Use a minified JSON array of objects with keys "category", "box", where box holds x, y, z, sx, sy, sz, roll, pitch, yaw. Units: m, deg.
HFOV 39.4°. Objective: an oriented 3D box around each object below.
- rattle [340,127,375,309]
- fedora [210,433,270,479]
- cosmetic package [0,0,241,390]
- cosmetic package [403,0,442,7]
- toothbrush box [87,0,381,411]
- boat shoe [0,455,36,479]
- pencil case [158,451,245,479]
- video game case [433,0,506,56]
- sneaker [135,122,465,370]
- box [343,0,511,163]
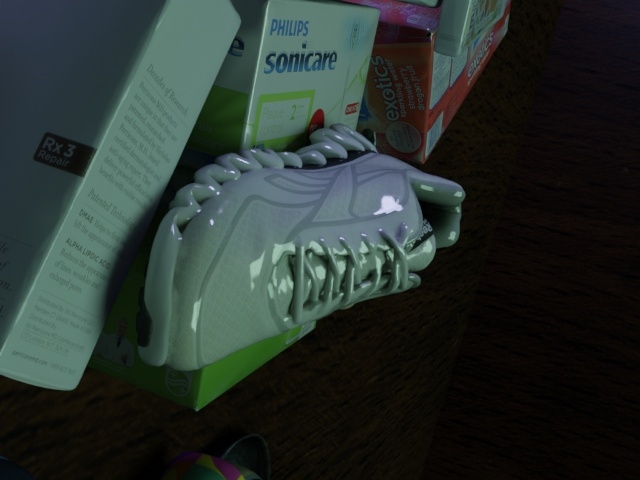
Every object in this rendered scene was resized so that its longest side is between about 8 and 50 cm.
[{"category":"rattle","box":[0.008,-0.034,0.941,0.143,0.130,0.199,-11,105,-70]},{"category":"fedora","box":[-0.077,0.390,1.003,0.334,0.153,0.334,18,90,-72]},{"category":"cosmetic package","box":[-0.144,-0.050,0.466,0.085,0.117,0.231,52,57,-69]},{"category":"cosmetic package","box":[0.034,-0.399,0.585,0.230,0.162,0.453,-27,133,-65]},{"category":"toothbrush box","box":[-0.069,-0.049,0.675,0.206,0.122,0.283,-25,129,-64]},{"category":"boat shoe","box":[-0.234,0.205,0.481,0.258,0.089,0.109,-34,138,-62]},{"category":"pencil case","box":[-0.152,0.279,0.771,0.236,0.104,0.104,-39,142,-59]},{"category":"video game case","box":[0.153,-0.279,0.768,0.227,0.026,0.206,-46,149,-60]},{"category":"sneaker","box":[0.000,0.000,0.555,0.292,0.118,0.110,-35,140,-54]},{"category":"box","box":[0.101,-0.237,0.953,0.154,0.142,0.300,90,25,-43]}]
